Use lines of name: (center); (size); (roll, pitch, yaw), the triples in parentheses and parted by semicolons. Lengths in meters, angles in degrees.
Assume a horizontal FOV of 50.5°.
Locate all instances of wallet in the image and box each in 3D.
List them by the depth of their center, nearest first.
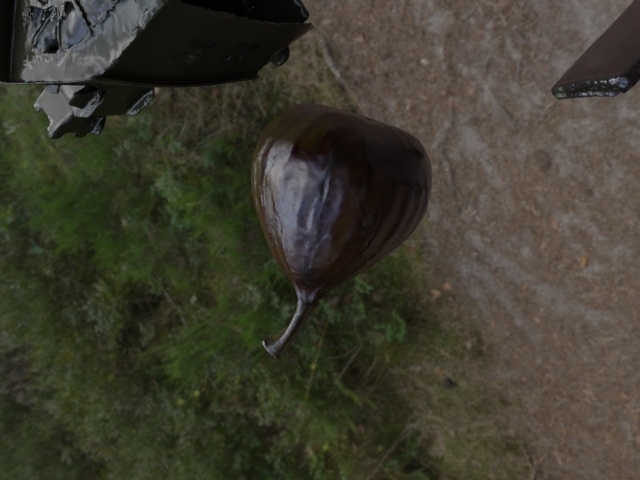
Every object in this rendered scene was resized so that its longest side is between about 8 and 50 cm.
wallet: (0.459, -0.288, 0.984); (0.049, 0.229, 0.182); (49, 173, -19)

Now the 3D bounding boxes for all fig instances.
fig: (0.000, 0.000, 0.833); (0.217, 0.216, 0.321); (32, 110, 42)

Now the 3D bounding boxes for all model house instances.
model house: (-0.183, -0.193, 0.592); (0.243, 0.211, 0.205); (-35, 83, 33)
